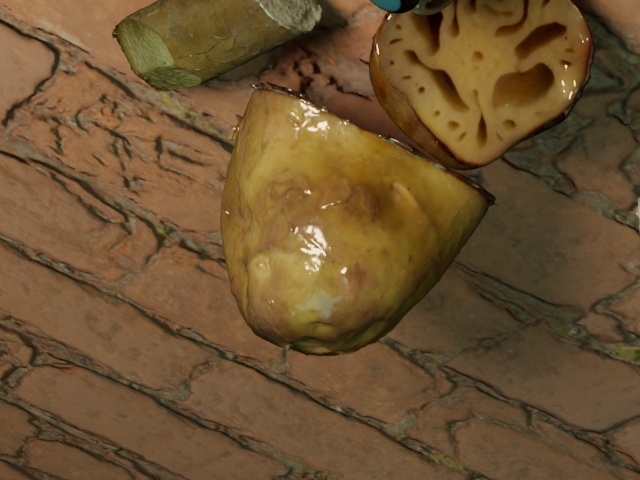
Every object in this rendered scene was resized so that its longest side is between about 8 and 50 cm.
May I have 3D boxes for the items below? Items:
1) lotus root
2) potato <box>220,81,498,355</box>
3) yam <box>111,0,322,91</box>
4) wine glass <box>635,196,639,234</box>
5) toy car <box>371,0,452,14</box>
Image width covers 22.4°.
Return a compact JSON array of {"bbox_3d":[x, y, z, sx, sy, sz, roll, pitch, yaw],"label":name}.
[{"bbox_3d":[0.150,-0.175,1.596,0.188,0.199,0.180,58,177,-1],"label":"lotus root"},{"bbox_3d":[0.000,0.000,1.696,0.301,0.237,0.289,26,177,5],"label":"potato"},{"bbox_3d":[-0.122,-0.217,1.674,0.259,0.106,0.106,-21,132,40],"label":"yam"},{"bbox_3d":[0.411,-0.054,1.680,0.122,0.122,0.183,26,150,-14],"label":"wine glass"},{"bbox_3d":[0.044,-0.329,1.392,0.198,0.204,0.248,26,155,27],"label":"toy car"}]
